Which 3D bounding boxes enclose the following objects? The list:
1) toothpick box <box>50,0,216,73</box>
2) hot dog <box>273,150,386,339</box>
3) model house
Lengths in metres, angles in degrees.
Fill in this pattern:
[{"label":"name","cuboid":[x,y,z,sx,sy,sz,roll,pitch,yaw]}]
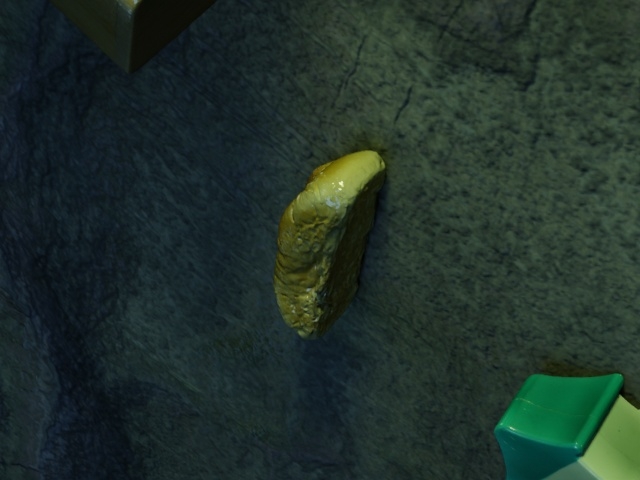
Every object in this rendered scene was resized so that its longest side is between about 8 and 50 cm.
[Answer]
[{"label":"toothpick box","cuboid":[-0.200,-0.300,1.095,0.308,0.187,0.190,44,161,5]},{"label":"hot dog","cuboid":[0.000,0.000,1.364,0.073,0.084,0.242,29,143,14]},{"label":"model house","cuboid":[0.238,0.191,1.330,0.149,0.100,0.127,40,143,-3]}]
